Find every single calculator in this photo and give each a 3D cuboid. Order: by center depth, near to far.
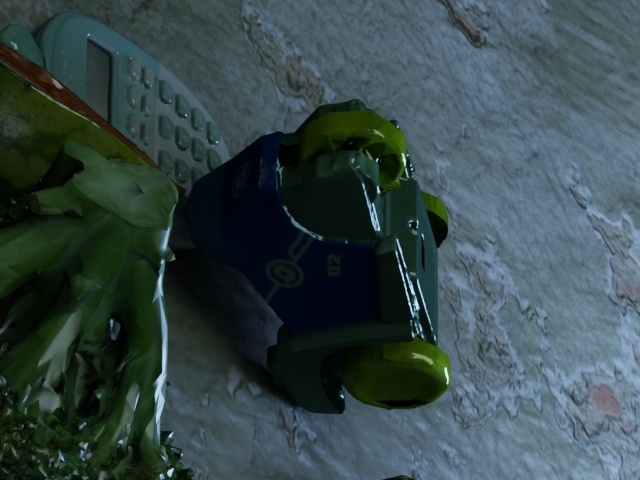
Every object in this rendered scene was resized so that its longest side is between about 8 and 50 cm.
[{"bbox_3d":[-0.174,-0.093,1.599,0.295,0.042,0.184,31,47,-44],"label":"calculator"}]

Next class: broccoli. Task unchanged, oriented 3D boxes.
[{"bbox_3d":[-0.206,0.065,1.269,0.308,0.275,0.308,25,27,-14],"label":"broccoli"}]

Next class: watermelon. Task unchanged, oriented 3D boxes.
[{"bbox_3d":[-0.245,-0.072,1.415,0.303,0.128,0.159,35,4,-14],"label":"watermelon"}]

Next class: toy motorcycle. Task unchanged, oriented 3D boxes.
[{"bbox_3d":[0.000,0.000,1.619,0.326,0.200,0.191,66,22,-53],"label":"toy motorcycle"}]

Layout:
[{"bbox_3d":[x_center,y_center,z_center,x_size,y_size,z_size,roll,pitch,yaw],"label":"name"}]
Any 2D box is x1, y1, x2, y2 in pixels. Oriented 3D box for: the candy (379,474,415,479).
[{"bbox_3d":[0.070,0.349,1.657,0.084,0.078,0.287,23,60,-49],"label":"candy"}]
